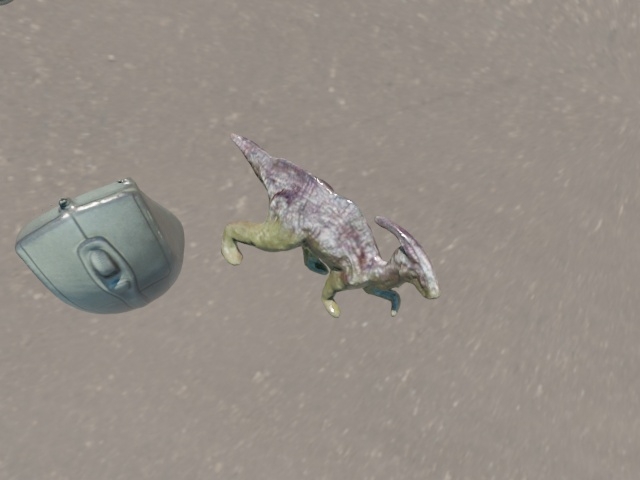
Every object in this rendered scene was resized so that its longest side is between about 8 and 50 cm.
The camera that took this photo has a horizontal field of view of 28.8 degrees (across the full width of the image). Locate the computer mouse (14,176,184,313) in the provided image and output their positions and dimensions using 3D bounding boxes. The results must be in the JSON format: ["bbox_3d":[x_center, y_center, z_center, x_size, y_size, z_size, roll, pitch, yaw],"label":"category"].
[{"bbox_3d":[-0.281,0.023,1.694,0.188,0.371,0.122,-27,72,0],"label":"computer mouse"}]

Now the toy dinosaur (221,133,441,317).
[{"bbox_3d":[0.005,-0.003,1.352,0.294,0.077,0.162,26,135,16],"label":"toy dinosaur"}]

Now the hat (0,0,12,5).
[{"bbox_3d":[-0.474,-0.428,1.734,0.226,0.164,0.219,-12,92,-23],"label":"hat"}]
